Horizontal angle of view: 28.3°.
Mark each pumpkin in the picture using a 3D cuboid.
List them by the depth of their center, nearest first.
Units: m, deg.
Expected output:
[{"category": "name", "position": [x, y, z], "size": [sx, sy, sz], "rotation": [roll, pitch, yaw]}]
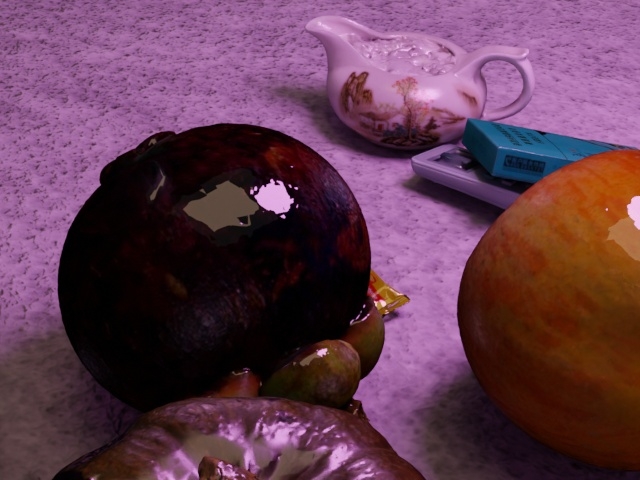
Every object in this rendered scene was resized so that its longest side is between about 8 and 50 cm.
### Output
[{"category": "pumpkin", "position": [-0.029, 0.215, 0.939], "size": [0.325, 0.242, 0.232], "rotation": [28, 50, 22]}]

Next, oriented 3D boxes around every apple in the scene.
[{"category": "apple", "position": [0.278, 0.071, 1.142], "size": [0.301, 0.301, 0.301], "rotation": [3, 36, -2]}]

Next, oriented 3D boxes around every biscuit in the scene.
[{"category": "biscuit", "position": [0.000, 0.000, 1.419], "size": [0.048, 0.026, 0.292], "rotation": [-32, 46, -14]}]

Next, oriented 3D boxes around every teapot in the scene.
[{"category": "teapot", "position": [0.122, -0.204, 1.619], "size": [0.298, 0.139, 0.204], "rotation": [9, 34, 6]}]

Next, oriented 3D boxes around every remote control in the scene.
[{"category": "remote control", "position": [0.251, -0.050, 1.491], "size": [0.293, 0.051, 0.103], "rotation": [23, 25, 26]}]

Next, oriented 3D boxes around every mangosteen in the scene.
[{"category": "mangosteen", "position": [-0.085, 0.042, 1.144], "size": [0.311, 0.311, 0.311], "rotation": [3, 36, -2]}]

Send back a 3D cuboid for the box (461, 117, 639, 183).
[{"category": "box", "position": [0.295, -0.094, 1.504], "size": [0.226, 0.042, 0.161], "rotation": [9, 17, -9]}]
